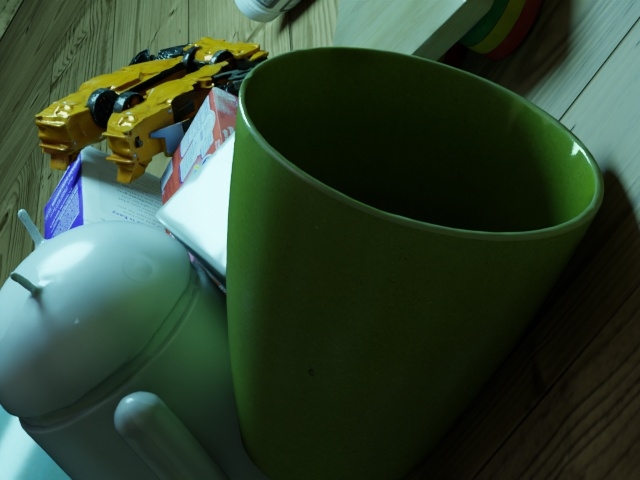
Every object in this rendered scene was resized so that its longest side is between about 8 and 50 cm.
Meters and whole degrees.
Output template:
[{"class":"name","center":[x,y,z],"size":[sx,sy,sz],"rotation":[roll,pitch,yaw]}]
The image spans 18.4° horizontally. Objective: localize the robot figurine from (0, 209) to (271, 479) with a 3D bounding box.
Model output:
[{"class":"robot figurine","center":[-0.142,0.126,1.664],"size":[0.200,0.353,0.300],"rotation":[-40,22,-1]}]

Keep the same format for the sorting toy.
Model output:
[{"class":"sorting toy","center":[0.113,-0.230,1.823],"size":[0.257,0.089,0.255],"rotation":[-42,31,47]}]

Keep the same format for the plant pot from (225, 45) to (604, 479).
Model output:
[{"class":"plant pot","center":[0.040,0.046,1.505],"size":[0.275,0.275,0.293],"rotation":[-102,24,-58]}]

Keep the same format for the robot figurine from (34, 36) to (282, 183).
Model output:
[{"class":"robot figurine","center":[-0.170,-0.156,2.237],"size":[0.211,0.291,0.085],"rotation":[13,119,37]}]

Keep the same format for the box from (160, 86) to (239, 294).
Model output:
[{"class":"box","center":[-0.079,-0.033,2.030],"size":[0.128,0.122,0.257],"rotation":[-59,21,22]}]

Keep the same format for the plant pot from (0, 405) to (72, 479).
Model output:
[{"class":"plant pot","center":[-0.262,0.331,1.828],"size":[0.341,0.341,0.334],"rotation":[-41,23,49]}]

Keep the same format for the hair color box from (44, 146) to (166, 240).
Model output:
[{"class":"hair color box","center":[-0.198,0.043,2.154],"size":[0.110,0.185,0.339],"rotation":[-58,21,20]}]

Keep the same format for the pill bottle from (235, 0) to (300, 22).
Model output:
[{"class":"pill bottle","center":[-0.044,-0.316,2.329],"size":[0.137,0.078,0.078],"rotation":[-37,34,52]}]

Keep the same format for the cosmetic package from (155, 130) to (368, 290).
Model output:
[{"class":"cosmetic package","center":[-0.008,-0.017,1.682],"size":[0.183,0.151,0.151],"rotation":[-46,35,-5]}]
